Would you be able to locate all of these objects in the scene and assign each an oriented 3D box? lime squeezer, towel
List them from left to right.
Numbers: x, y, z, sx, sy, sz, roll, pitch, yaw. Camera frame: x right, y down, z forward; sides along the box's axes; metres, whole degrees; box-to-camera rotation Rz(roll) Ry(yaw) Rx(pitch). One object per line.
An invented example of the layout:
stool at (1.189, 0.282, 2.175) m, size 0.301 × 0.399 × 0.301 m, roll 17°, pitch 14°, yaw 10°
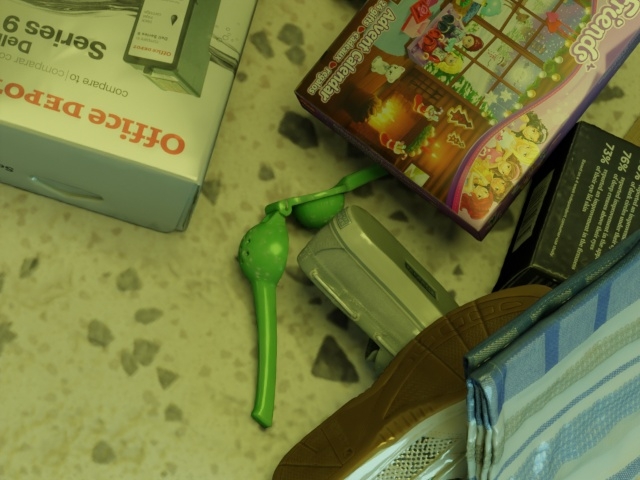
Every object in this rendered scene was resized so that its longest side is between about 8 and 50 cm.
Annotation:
lime squeezer at (0.000, 0.000, 1.290) m, size 0.110 × 0.059 × 0.310 m, roll 35°, pitch 66°, yaw 1°
towel at (0.194, 0.137, 1.184) m, size 0.209 × 0.285 × 0.034 m, roll -34°, pitch 50°, yaw -23°

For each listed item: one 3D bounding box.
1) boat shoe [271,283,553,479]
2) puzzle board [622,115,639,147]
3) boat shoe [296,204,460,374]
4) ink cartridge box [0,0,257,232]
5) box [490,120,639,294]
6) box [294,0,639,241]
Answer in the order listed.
boat shoe at (0.093, 0.144, 1.206) m, size 0.277 × 0.098 × 0.096 m, roll -37°, pitch 121°, yaw 9°
puzzle board at (0.342, -0.093, 1.429) m, size 0.096 × 0.011 × 0.128 m, roll 38°, pitch 66°, yaw 3°
boat shoe at (0.069, 0.073, 1.269) m, size 0.081 × 0.079 × 0.227 m, roll -37°, pitch 106°, yaw 18°
ink cartridge box at (-0.167, -0.179, 1.277) m, size 0.211 × 0.121 × 0.289 m, roll 16°, pitch 69°, yaw -7°
box at (0.275, 0.016, 1.321) m, size 0.207 × 0.108 × 0.153 m, roll 25°, pitch 67°, yaw -4°
box at (0.146, -0.174, 1.292) m, size 0.201 × 0.057 × 0.293 m, roll 38°, pitch 86°, yaw 13°
